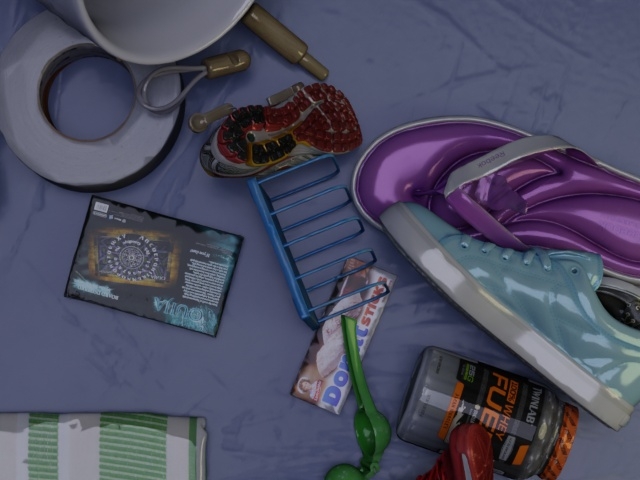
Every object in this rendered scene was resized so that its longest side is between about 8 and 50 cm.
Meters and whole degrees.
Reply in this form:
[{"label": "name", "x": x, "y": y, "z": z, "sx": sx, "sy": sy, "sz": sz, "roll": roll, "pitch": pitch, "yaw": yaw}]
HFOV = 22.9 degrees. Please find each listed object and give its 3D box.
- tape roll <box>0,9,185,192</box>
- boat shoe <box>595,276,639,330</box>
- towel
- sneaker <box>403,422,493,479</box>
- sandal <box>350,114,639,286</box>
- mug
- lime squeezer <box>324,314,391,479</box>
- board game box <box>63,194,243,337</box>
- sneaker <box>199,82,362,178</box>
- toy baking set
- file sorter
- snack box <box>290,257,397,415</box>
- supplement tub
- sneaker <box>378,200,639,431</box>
[{"label": "tape roll", "x": -0.269, "y": -0.167, "z": 1.847, "sx": 0.219, "sy": 0.072, "sz": 0.219, "roll": 0, "pitch": 85, "yaw": -1}, {"label": "boat shoe", "x": 0.372, "y": 0.089, "z": 1.843, "sx": 0.142, "sy": 0.049, "sz": 0.040, "roll": 28, "pitch": 54, "yaw": -6}, {"label": "towel", "x": -0.292, "y": 0.322, "z": 1.830, "sx": 0.325, "sy": 0.038, "sz": 0.247, "roll": -1, "pitch": 85, "yaw": 1}, {"label": "sneaker", "x": 0.127, "y": 0.282, "z": 1.763, "sx": 0.128, "sy": 0.221, "sz": 0.087, "roll": 4, "pitch": 44, "yaw": 15}, {"label": "sandal", "x": 0.244, "y": -0.054, "z": 1.833, "sx": 0.416, "sy": 0.102, "sz": 0.169, "roll": 10, "pitch": 86, "yaw": 0}, {"label": "mug", "x": -0.210, "y": -0.404, "z": 1.763, "sx": 0.374, "sy": 0.276, "sz": 0.328, "roll": -28, "pitch": 47, "yaw": -31}, {"label": "lime squeezer", "x": 0.022, "y": 0.250, "z": 1.814, "sx": 0.110, "sy": 0.059, "sz": 0.310, "roll": 23, "pitch": 88, "yaw": -40}, {"label": "board game box", "x": -0.196, "y": 0.031, "z": 1.856, "sx": 0.186, "sy": 0.026, "sz": 0.126, "roll": 16, "pitch": 86, "yaw": 0}, {"label": "sneaker", "x": -0.045, "y": -0.122, "z": 1.808, "sx": 0.225, "sy": 0.093, "sz": 0.088, "roll": -12, "pitch": 79, "yaw": -41}, {"label": "toy baking set", "x": -0.108, "y": -0.191, "z": 1.825, "sx": 0.256, "sy": 0.030, "sz": 0.196, "roll": 42, "pitch": 68, "yaw": -17}, {"label": "file sorter", "x": 0.000, "y": 0.000, "z": 1.802, "sx": 0.105, "sy": 0.118, "sz": 0.170, "roll": -23, "pitch": 79, "yaw": 1}, {"label": "snack box", "x": 0.027, "y": 0.111, "z": 1.856, "sx": 0.064, "sy": 0.022, "sz": 0.178, "roll": 23, "pitch": 86, "yaw": 1}, {"label": "supplement tub", "x": 0.191, "y": 0.202, "z": 1.806, "sx": 0.190, "sy": 0.117, "sz": 0.117, "roll": 19, "pitch": 86, "yaw": 0}, {"label": "sneaker", "x": 0.238, "y": 0.050, "z": 1.793, "sx": 0.366, "sy": 0.135, "sz": 0.150, "roll": 39, "pitch": 88, "yaw": -4}]
